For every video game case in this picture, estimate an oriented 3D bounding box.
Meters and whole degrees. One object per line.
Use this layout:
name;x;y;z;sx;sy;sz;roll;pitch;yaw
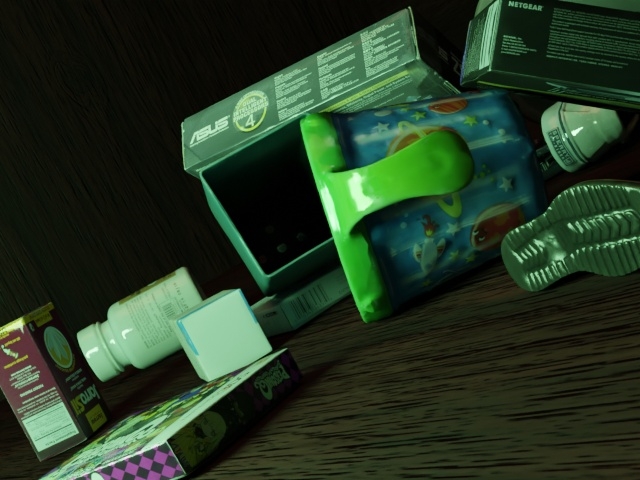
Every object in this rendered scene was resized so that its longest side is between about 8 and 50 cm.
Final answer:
video game case;-0.157;0.192;1.084;0.232;0.042;0.210;-26;3;34

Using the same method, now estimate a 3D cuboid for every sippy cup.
sippy cup;0.118;-0.054;1.214;0.224;0.240;0.305;-18;29;2

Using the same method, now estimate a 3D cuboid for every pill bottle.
pill bottle;-0.310;0.154;2.024;0.229;0.131;0.131;-28;4;-3

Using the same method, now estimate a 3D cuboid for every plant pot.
plant pot;-0.050;-0.025;1.522;0.165;0.166;0.234;-30;-13;-13

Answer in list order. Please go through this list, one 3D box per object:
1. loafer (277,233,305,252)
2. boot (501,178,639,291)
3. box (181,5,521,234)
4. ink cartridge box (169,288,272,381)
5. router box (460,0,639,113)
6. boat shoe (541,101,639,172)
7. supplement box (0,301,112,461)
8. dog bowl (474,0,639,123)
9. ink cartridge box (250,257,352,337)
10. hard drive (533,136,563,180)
loafer;0.000;0.000;1.723;0.170;0.062;0.061;-25;-1;2
boot;0.248;-0.027;0.905;0.137;0.077;0.198;-24;3;-26
box;0.050;-0.146;1.620;0.395;0.097;0.318;-23;-29;29
ink cartridge box;-0.133;0.122;1.473;0.090;0.092;0.143;-29;4;-13
router box;0.314;-0.182;1.181;0.308;0.081;0.243;9;4;-1
boat shoe;0.440;-0.221;1.629;0.156;0.136;0.367;-26;7;34
supplement box;-0.378;0.193;1.559;0.080;0.188;0.104;-26;4;13
dog bowl;0.433;-0.342;1.892;0.348;0.349;0.102;-27;17;13
ink cartridge box;-0.027;0.079;1.640;0.223;0.045;0.224;-31;4;-36
hard drive;0.260;-0.085;1.706;0.254;0.054;0.172;-28;4;3
